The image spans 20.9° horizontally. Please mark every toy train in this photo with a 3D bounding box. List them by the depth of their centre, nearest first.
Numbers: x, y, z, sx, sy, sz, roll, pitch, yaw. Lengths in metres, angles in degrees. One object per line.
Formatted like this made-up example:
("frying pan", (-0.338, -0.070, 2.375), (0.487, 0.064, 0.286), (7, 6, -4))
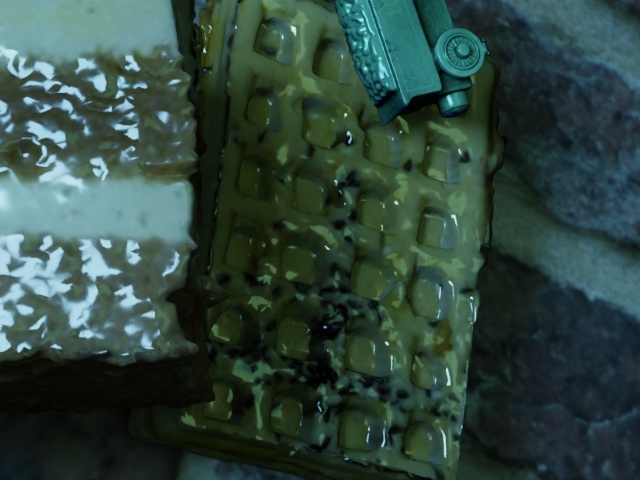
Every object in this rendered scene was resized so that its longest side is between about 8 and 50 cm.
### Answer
("toy train", (0.062, -0.173, 1.337), (0.099, 0.070, 0.172), (-15, 80, -21))

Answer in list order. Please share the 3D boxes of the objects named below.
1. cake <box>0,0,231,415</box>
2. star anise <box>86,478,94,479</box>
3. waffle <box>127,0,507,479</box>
("cake", (-0.197, -0.033, 1.113), (0.282, 0.255, 0.290), (0, 78, -5))
("star anise", (-0.177, 0.262, 1.179), (0.257, 0.111, 0.198), (46, 33, -30))
("waffle", (0.000, 0.000, 1.351), (0.261, 0.114, 0.376), (19, 68, -26))
